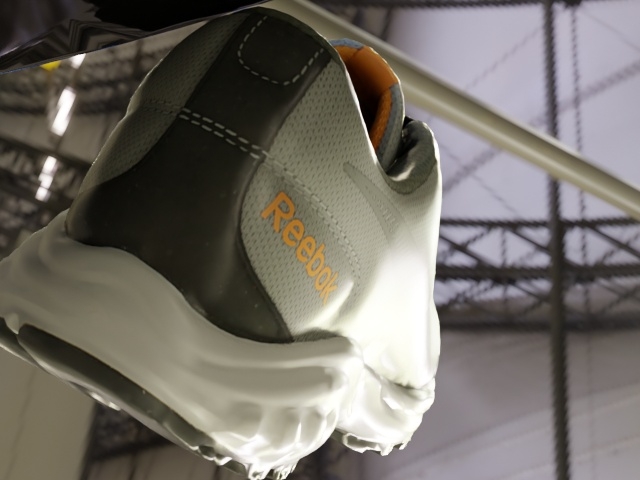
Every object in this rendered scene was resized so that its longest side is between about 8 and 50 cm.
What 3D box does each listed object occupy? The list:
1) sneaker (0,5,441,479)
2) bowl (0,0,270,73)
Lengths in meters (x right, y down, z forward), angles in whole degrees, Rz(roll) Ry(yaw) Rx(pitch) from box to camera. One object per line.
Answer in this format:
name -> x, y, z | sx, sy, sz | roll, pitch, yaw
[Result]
sneaker -> 0.000, 0.000, 0.439 | 0.108, 0.100, 0.271 | -61, 171, 3
bowl -> -0.053, -0.091, 0.206 | 0.391, 0.391, 0.077 | -18, -93, 60
